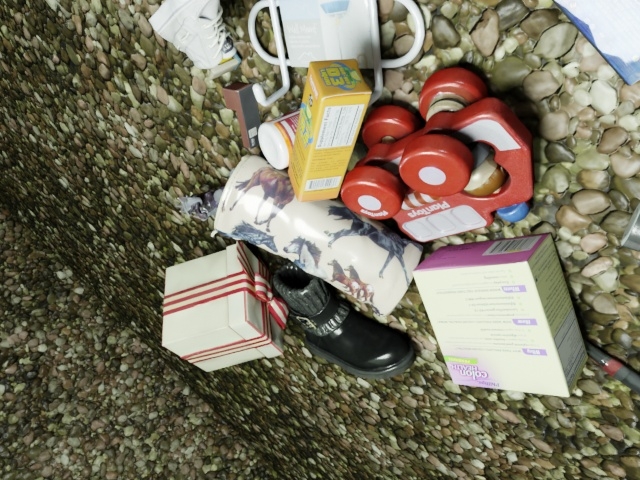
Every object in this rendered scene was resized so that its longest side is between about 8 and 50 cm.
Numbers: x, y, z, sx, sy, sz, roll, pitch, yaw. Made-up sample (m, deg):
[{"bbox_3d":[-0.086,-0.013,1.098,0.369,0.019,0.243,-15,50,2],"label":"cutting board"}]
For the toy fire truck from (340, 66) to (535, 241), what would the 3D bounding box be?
[{"bbox_3d":[0.198,-0.102,0.761,0.253,0.170,0.302,35,148,-27],"label":"toy fire truck"}]

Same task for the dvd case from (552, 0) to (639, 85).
[{"bbox_3d":[0.383,-0.310,0.492,0.180,0.022,0.253,48,142,-1],"label":"dvd case"}]

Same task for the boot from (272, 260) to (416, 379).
[{"bbox_3d":[0.046,0.184,1.150,0.347,0.131,0.260,4,126,41],"label":"boot"}]

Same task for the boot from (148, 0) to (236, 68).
[{"bbox_3d":[-0.170,-0.344,0.736,0.123,0.095,0.258,42,165,-29],"label":"boot"}]

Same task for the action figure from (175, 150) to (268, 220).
[{"bbox_3d":[-0.221,-0.102,1.117,0.285,0.185,0.099,-27,86,45],"label":"action figure"}]

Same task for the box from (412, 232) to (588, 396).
[{"bbox_3d":[0.315,0.129,0.840,0.213,0.117,0.243,-11,105,47],"label":"box"}]

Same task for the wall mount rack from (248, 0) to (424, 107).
[{"bbox_3d":[-0.026,-0.359,0.733,0.349,0.130,0.304,14,132,33],"label":"wall mount rack"}]

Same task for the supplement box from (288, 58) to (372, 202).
[{"bbox_3d":[0.006,-0.159,0.730,0.233,0.080,0.078,111,146,-54],"label":"supplement box"}]

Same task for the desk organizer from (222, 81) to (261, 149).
[{"bbox_3d":[-0.163,-0.265,1.009,0.050,0.047,0.130,20,135,32],"label":"desk organizer"}]

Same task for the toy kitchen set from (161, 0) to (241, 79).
[{"bbox_3d":[-0.182,-0.420,0.863,0.166,0.122,0.207,54,161,-11],"label":"toy kitchen set"}]

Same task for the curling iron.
[{"bbox_3d":[0.515,0.233,0.844,0.274,0.035,0.068,30,136,21],"label":"curling iron"}]

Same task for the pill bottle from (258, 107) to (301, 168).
[{"bbox_3d":[-0.028,-0.194,0.853,0.086,0.152,0.086,45,152,33],"label":"pill bottle"}]

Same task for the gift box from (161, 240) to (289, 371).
[{"bbox_3d":[-0.235,0.153,1.220,0.258,0.277,0.255,-16,150,11],"label":"gift box"}]

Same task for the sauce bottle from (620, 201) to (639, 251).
[{"bbox_3d":[0.561,0.036,0.568,0.344,0.111,0.111,25,137,24],"label":"sauce bottle"}]

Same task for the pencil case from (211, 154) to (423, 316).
[{"bbox_3d":[0.000,0.000,0.923,0.410,0.160,0.184,28,134,-6],"label":"pencil case"}]
